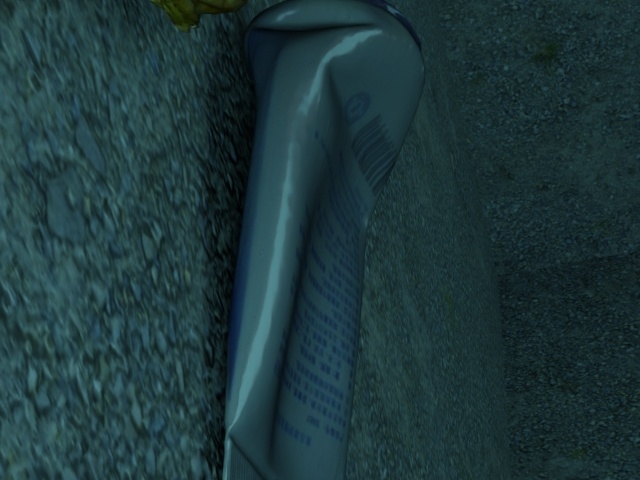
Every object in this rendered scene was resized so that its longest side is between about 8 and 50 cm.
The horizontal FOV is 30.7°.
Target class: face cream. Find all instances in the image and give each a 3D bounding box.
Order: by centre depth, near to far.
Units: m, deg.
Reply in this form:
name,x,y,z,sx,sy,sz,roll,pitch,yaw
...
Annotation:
name,x,y,z,sx,sy,sz,roll,pitch,yaw
face cream,0.000,0.000,0.821,0.235,0.137,0.420,61,30,-59

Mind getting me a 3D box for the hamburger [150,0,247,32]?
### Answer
name,x,y,z,sx,sy,sz,roll,pitch,yaw
hamburger,-0.067,-0.264,0.602,0.318,0.158,0.319,-9,90,-77
